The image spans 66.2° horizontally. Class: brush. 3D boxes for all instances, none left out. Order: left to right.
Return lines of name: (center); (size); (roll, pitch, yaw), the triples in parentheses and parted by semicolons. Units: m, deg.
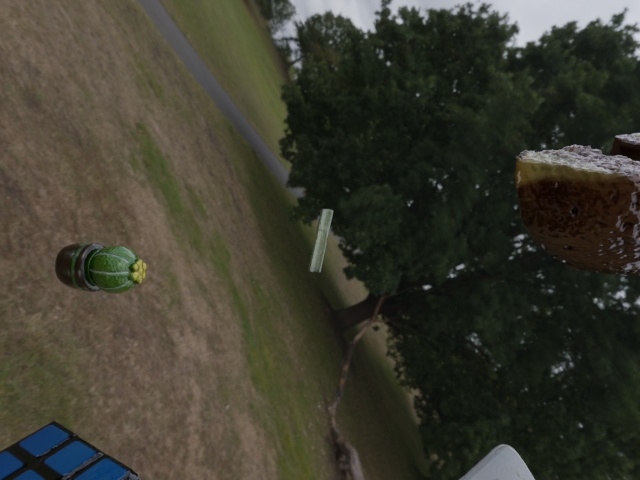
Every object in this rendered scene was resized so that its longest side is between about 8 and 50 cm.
brush: (0.000, 0.000, 0.627); (0.013, 0.016, 0.083); (-136, -122, -76)

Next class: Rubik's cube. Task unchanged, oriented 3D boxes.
Rubik's cube: (-0.294, 0.317, 0.507); (0.161, 0.162, 0.163); (-26, 125, -53)

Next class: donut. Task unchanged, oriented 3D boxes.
donut: (0.316, -0.026, 0.500); (0.112, 0.295, 0.151); (20, -63, 53)

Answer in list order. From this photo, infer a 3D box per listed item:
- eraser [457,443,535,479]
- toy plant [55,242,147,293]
eraser: (0.132, 0.324, 0.393); (0.061, 0.089, 0.351); (23, -57, 45)
toy plant: (-0.404, 0.052, 0.915); (0.093, 0.163, 0.092); (2, 90, -76)
